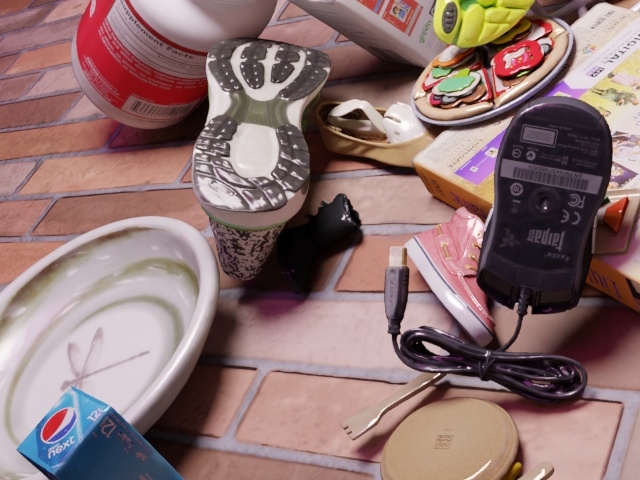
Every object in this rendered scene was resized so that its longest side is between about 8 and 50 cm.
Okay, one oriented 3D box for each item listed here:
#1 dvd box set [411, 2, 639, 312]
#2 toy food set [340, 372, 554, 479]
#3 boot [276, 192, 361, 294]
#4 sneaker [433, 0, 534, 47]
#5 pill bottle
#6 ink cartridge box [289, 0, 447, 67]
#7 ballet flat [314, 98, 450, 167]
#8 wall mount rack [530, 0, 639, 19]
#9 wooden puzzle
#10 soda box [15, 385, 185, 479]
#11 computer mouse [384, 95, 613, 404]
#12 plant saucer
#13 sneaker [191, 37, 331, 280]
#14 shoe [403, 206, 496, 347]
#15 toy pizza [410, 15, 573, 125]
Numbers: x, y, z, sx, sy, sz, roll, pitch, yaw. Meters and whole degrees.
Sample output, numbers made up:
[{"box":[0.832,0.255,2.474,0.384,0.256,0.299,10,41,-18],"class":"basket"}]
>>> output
[{"box":[0.325,-0.092,0.953,0.308,0.062,0.420,-41,35,-10],"class":"dvd box set"},{"box":[0.108,0.187,0.826,0.132,0.038,0.192,-31,29,-8],"class":"toy food set"},{"box":[0.000,0.001,1.115,0.099,0.045,0.121,-29,29,12],"class":"boot"},{"box":[0.216,-0.346,1.156,0.295,0.109,0.123,-65,4,-16],"class":"sneaker"},{"box":[-0.201,-0.338,1.385,0.408,0.229,0.229,-33,22,57],"class":"pill bottle"},{"box":[0.090,-0.425,1.260,0.130,0.272,0.309,24,90,50],"class":"ink cartridge box"},{"box":[0.078,-0.136,1.189,0.232,0.073,0.080,9,52,44],"class":"ballet flat"},{"box":[0.380,-0.431,1.218,0.304,0.130,0.350,-30,34,28],"class":"wall mount rack"},{"box":[0.246,-0.019,0.862,0.116,0.014,0.078,-9,43,32],"class":"wooden puzzle"},{"box":[-0.163,0.222,0.840,0.067,0.210,0.071,12,55,46],"class":"soda box"},{"box":[0.153,0.002,0.850,0.184,0.262,0.060,7,5,16],"class":"computer mouse"},{"box":[-0.272,0.145,1.113,0.401,0.100,0.400,-22,38,18],"class":"plant saucer"},{"box":[-0.085,-0.112,1.200,0.158,0.182,0.410,12,41,-1],"class":"sneaker"},{"box":[0.147,0.029,0.948,0.081,0.063,0.178,-37,31,5],"class":"shoe"},{"box":[0.192,-0.206,1.117,0.201,0.032,0.201,-24,33,17],"class":"toy pizza"}]
